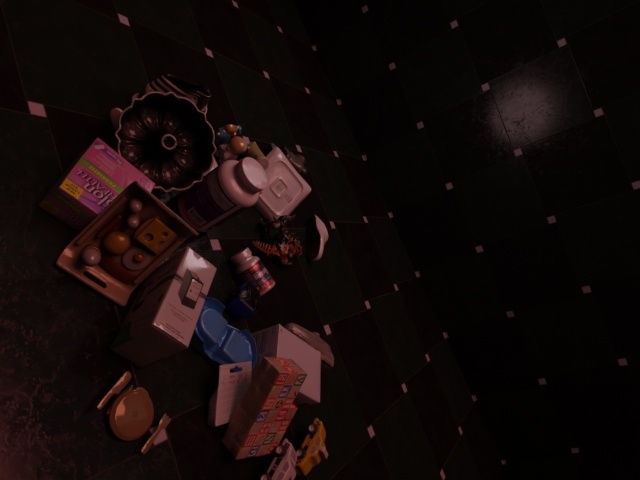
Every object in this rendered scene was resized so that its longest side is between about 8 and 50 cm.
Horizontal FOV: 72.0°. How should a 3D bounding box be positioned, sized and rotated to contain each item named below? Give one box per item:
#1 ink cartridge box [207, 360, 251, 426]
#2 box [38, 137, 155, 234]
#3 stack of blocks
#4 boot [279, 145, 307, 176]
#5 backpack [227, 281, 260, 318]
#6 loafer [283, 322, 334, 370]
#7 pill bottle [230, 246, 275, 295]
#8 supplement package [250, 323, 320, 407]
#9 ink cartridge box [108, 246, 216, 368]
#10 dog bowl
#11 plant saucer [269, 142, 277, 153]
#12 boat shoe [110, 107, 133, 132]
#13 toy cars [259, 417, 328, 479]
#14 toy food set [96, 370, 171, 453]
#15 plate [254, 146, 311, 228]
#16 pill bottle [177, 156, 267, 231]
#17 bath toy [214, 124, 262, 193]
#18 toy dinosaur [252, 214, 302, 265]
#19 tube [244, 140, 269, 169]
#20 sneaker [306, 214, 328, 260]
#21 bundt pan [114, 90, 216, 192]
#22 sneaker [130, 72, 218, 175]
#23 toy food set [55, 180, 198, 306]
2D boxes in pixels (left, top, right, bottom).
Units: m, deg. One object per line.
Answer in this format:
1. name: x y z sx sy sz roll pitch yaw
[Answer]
1. ink cartridge box: -0.284 0.476 1.385 0.145 0.045 0.179 13 75 -54
2. box: -0.641 -0.137 1.290 0.213 0.117 0.243 44 34 -32
3. stack of blocks: -0.159 0.518 1.373 0.087 0.297 0.171 30 5 40
4. boot: -0.149 -0.431 2.264 0.161 0.083 0.246 44 12 -28
5. backpack: -0.282 0.215 1.609 0.098 0.101 0.120 52 26 -23
6. loafer: -0.052 0.424 1.820 0.319 0.112 0.111 51 25 -37
7. pill bottle: -0.266 0.123 1.707 0.180 0.108 0.108 57 29 -10
8. supplement package: -0.130 0.463 1.594 0.262 0.145 0.204 43 34 -37
9. ink cartridge box: -0.440 0.187 1.256 0.121 0.211 0.289 44 32 -29
10. dog bowl: -0.334 0.326 1.458 0.297 0.074 0.166 51 30 -20
11. plant saucer: -0.169 -0.354 2.248 0.318 0.043 0.317 54 9 -13
12. boat shoe: -0.652 -0.379 1.533 0.184 0.066 0.063 52 23 -18
13. toy cars: -0.067 0.736 1.469 0.393 0.087 0.177 3 94 -62
14. toy food set: -0.490 0.449 1.144 0.192 0.038 0.132 59 35 -19
15. plate: -0.196 -0.242 2.030 0.277 0.045 0.278 -49 116 -19
16. pill bottle: -0.349 -0.169 1.585 0.181 0.323 0.181 40 36 -37
17. bath toy: -0.344 -0.319 1.893 0.129 0.151 0.348 -14 81 -39
18. toy dinosaur: -0.176 0.005 1.929 0.322 0.164 0.218 13 70 -81
19. tube: -0.301 -0.393 2.002 0.070 0.062 0.240 16 23 -38
20. sneaker: 0.000 0.000 2.253 0.123 0.106 0.290 38 36 -35
21. bundt pan: -0.532 -0.326 1.498 0.330 0.124 0.331 -3 94 -35
22. sneaker: -0.475 -0.413 1.650 0.447 0.257 0.169 52 30 -21
23. toy food set: -0.518 0.016 1.203 0.220 0.306 0.092 45 4 -32
